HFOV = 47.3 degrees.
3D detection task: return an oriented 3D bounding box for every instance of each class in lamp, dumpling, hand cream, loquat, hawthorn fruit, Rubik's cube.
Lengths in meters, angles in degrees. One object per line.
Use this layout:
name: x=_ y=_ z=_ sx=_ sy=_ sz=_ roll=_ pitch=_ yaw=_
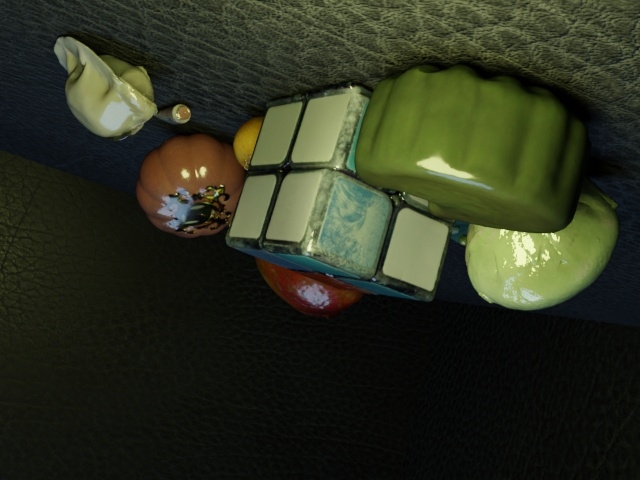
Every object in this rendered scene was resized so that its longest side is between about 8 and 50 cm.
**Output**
lamp: x=-0.335 y=-0.155 z=1.926 sx=0.305 sy=0.240 sz=0.305 roll=-10 pitch=138 yaw=-9
dumpling: x=-0.448 y=-0.296 z=1.469 sx=0.204 sy=0.163 sz=0.293 roll=17 pitch=-175 yaw=-44
hand cream: x=-0.348 y=-0.294 z=1.725 sx=0.067 sy=0.043 sz=0.209 roll=22 pitch=176 yaw=-26
loquat: x=-0.113 y=-0.202 z=1.559 sx=0.141 sy=0.141 sz=0.141 roll=15 pitch=172 yaw=2
hawthorn fruit: x=0.000 y=0.000 z=2.004 sx=0.403 sy=0.403 sz=0.403 roll=15 pitch=172 yaw=2
Rubik's cube: x=0.051 y=-0.081 z=1.392 sx=0.318 sy=0.313 sz=0.316 roll=21 pitch=170 yaw=-32

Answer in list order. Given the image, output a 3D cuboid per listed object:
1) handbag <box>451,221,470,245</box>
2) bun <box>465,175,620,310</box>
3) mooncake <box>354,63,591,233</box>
handbag: x=0.345 y=-0.059 z=1.766 sx=0.274 sy=0.100 sz=0.268 roll=19 pitch=173 yaw=-29
bun: x=0.375 y=-0.027 z=1.322 sx=0.293 sy=0.293 sz=0.187 roll=8 pitch=155 yaw=45
mooncake: x=0.233 y=-0.137 z=1.120 sx=0.351 sy=0.187 sz=0.351 roll=19 pitch=174 yaw=2
